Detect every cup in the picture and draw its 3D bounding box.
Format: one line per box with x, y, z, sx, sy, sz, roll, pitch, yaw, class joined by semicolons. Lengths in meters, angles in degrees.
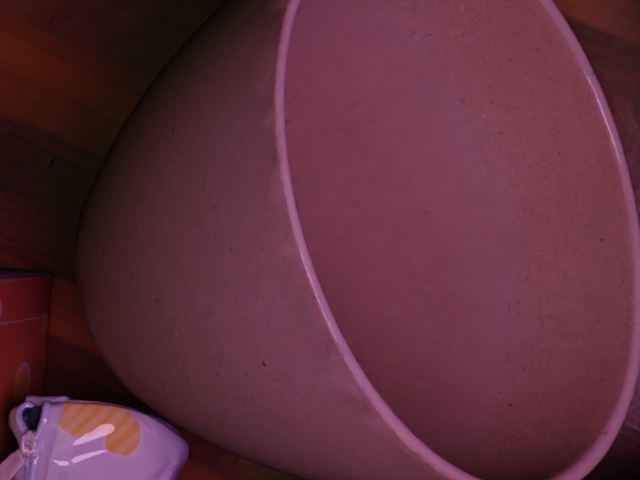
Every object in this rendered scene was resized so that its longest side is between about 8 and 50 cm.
0.000;0.000;1.113;0.237;0.331;0.331;-16;87;38;cup

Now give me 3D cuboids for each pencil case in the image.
-0.153;0.229;1.153;0.113;0.124;0.273;2;72;18;pencil case

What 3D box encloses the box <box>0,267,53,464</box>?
-0.285;0.185;1.191;0.168;0.215;0.345;4;92;10;box
